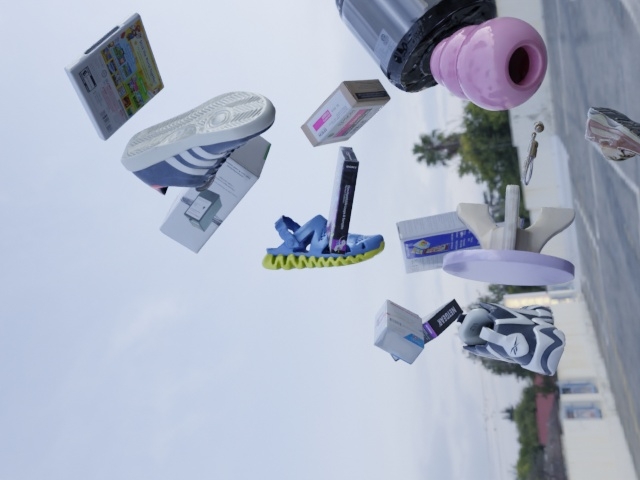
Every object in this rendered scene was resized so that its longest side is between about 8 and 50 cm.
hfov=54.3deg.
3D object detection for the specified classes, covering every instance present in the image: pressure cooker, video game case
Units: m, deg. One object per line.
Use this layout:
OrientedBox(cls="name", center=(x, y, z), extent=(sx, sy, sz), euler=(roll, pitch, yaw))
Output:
OrientedBox(cls="pressure cooker", center=(0.248, -0.691, 1.790), extent=(0.420, 0.370, 0.375), euler=(55, -154, 18))
OrientedBox(cls="video game case", center=(-0.451, -0.362, 1.394), extent=(0.206, 0.026, 0.227), euler=(-51, -19, -23))

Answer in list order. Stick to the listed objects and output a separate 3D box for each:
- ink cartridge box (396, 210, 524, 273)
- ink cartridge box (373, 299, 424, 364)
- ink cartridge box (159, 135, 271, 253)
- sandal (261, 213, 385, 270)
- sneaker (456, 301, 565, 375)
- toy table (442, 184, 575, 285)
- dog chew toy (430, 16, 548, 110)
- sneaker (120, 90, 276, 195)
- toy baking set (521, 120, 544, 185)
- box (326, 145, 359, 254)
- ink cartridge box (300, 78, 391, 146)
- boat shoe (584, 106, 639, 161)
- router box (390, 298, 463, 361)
OrientedBox(cls="ink cartridge box", center=(0.367, 0.000, 1.669), extent=(0.304, 0.307, 0.072), euler=(63, -163, -67))
OrientedBox(cls="ink cartridge box", center=(0.158, 0.182, 1.260), extent=(0.052, 0.088, 0.122), euler=(-59, 5, 23))
OrientedBox(cls="ink cartridge box", center=(-0.266, -0.139, 1.586), extent=(0.121, 0.289, 0.211), euler=(35, -151, -16))
OrientedBox(cls="sandal", center=(0.000, 0.000, 1.531), extent=(0.126, 0.317, 0.138), euler=(-2, -91, -74))
OrientedBox(cls="sneaker", center=(0.299, 0.142, 1.035), extent=(0.235, 0.153, 0.094), euler=(-52, -21, -74))
OrientedBox(cls="toy table", center=(0.418, -0.001, 1.380), extent=(0.252, 0.274, 0.161), euler=(71, -152, -70))
OrientedBox(cls="dog chew toy", center=(0.379, -0.423, 1.490), extent=(0.332, 0.206, 0.207), euler=(36, 146, 62))
OrientedBox(cls="sneaker", center=(-0.220, -0.179, 1.237), extent=(0.148, 0.350, 0.131), euler=(54, -144, -40))
OrientedBox(cls="toy baking set", center=(0.660, -0.272, 1.938), extent=(0.256, 0.030, 0.197), euler=(-35, -44, -70))
OrientedBox(cls="box", center=(0.036, -0.071, 1.064), extent=(0.116, 0.029, 0.162), euler=(-99, 18, -71))
OrientedBox(cls="ink cartridge box", center=(0.080, -0.406, 1.987), extent=(0.193, 0.234, 0.088), euler=(-22, -104, -48))
OrientedBox(cls="boat shoe", center=(0.895, -0.293, 1.843), extent=(0.324, 0.122, 0.120), euler=(-108, 26, -59))
OrientedBox(cls="router box", center=(0.249, 0.210, 1.475), extent=(0.046, 0.133, 0.179), euler=(56, -147, 7))
